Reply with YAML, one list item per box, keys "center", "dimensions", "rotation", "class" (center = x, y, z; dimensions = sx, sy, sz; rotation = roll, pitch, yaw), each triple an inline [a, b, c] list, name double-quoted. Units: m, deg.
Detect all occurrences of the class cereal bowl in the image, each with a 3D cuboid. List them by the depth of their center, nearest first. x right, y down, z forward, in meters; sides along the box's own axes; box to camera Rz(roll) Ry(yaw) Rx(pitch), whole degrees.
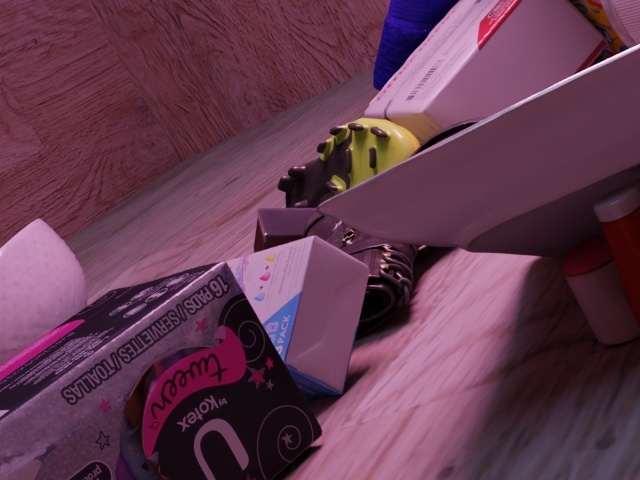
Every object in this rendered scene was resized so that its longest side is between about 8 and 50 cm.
- center: [-0.356, 0.143, 1.248]
  dimensions: [0.339, 0.141, 0.339]
  rotation: [-43, 8, 8]
  class: "cereal bowl"

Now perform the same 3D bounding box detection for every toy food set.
- center: [0.199, -0.007, 0.657]
  dimensions: [0.111, 0.104, 0.232]
  rotation: [-32, 10, -16]
  class: "toy food set"

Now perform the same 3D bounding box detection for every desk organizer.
- center: [0.000, 0.000, 1.249]
  dimensions: [0.130, 0.050, 0.047]
  rotation: [-1, 37, -14]
  class: "desk organizer"

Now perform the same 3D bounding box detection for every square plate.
- center: [0.221, -0.060, 0.733]
  dimensions: [0.347, 0.049, 0.344]
  rotation: [-25, -12, 26]
  class: "square plate"

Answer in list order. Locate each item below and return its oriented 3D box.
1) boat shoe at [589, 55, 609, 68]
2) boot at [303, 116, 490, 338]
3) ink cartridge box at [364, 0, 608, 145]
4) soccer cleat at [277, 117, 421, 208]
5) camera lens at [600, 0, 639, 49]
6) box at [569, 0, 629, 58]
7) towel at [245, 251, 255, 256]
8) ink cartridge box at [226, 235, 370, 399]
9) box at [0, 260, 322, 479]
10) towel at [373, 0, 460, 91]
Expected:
- center: [0.359, -0.239, 1.478]
  dimensions: [0.228, 0.080, 0.076]
  rotation: [-32, 9, 32]
  class: "boat shoe"
- center: [0.071, 0.004, 1.072]
  dimensions: [0.263, 0.091, 0.229]
  rotation: [-30, 15, 17]
  class: "boot"
- center: [0.178, -0.183, 1.421]
  dimensions: [0.197, 0.114, 0.273]
  rotation: [-49, 13, -3]
  class: "ink cartridge box"
- center: [0.051, -0.068, 1.349]
  dimensions: [0.121, 0.093, 0.289]
  rotation: [2, -11, -24]
  class: "soccer cleat"
- center: [0.382, -0.255, 1.056]
  dimensions: [0.219, 0.219, 0.274]
  rotation: [-32, 10, -14]
  class: "camera lens"
- center: [0.290, -0.359, 1.324]
  dimensions: [0.177, 0.279, 0.290]
  rotation: [-43, 36, -5]
  class: "box"
- center: [-0.155, 0.098, 1.314]
  dimensions: [0.271, 0.040, 0.370]
  rotation: [-29, 10, -1]
  class: "towel"
- center: [-0.051, 0.070, 0.958]
  dimensions: [0.181, 0.061, 0.104]
  rotation: [-17, 52, 49]
  class: "ink cartridge box"
- center: [-0.150, 0.142, 0.789]
  dimensions: [0.247, 0.142, 0.163]
  rotation: [-38, 14, -36]
  class: "box"
- center: [0.199, -0.314, 1.576]
  dimensions: [0.227, 0.308, 0.076]
  rotation: [-2, 37, -14]
  class: "towel"
